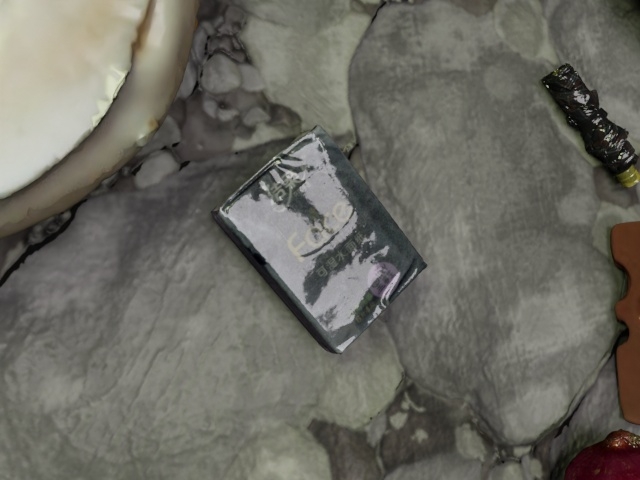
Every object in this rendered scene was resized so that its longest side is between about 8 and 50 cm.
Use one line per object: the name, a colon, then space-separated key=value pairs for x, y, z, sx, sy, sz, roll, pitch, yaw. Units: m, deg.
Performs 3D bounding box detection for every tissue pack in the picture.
tissue pack: x=0.000 y=0.000 z=0.568 sx=0.112 sy=0.051 sz=0.156 roll=-43 pitch=102 yaw=-16

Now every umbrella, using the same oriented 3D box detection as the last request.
umbrella: x=0.274 y=-0.113 z=0.685 sx=0.144 sy=0.040 sz=0.037 roll=49 pitch=64 yaw=-13

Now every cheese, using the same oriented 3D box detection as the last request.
cheese: x=0.363 y=0.102 z=0.660 sx=0.203 sy=0.128 sz=0.177 roll=29 pitch=77 yaw=-18

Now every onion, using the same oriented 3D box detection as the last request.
onion: x=0.281 y=0.221 z=0.634 sx=0.107 sy=0.107 sz=0.097 roll=-5 pitch=95 yaw=-21

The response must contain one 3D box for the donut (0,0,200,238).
donut: x=-0.264 y=-0.176 z=0.428 sx=0.383 sy=0.142 sz=0.382 roll=1 pitch=86 yaw=-21
